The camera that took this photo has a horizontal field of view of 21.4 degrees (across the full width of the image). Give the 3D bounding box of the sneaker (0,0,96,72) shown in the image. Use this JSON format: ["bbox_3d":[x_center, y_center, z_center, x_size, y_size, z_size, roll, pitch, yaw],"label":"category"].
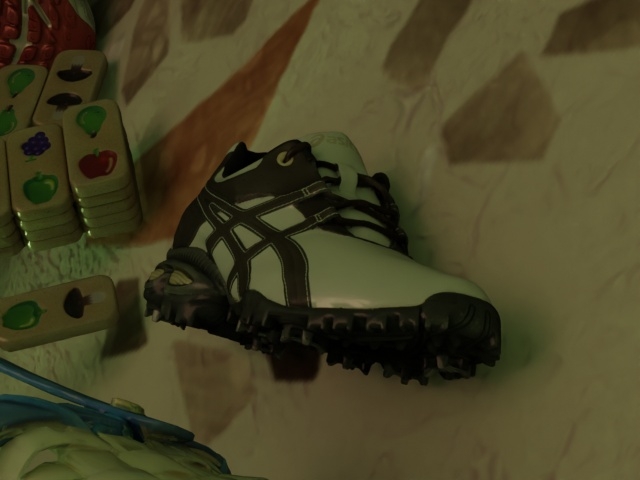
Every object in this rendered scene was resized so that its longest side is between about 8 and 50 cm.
[{"bbox_3d":[-0.194,-0.166,0.991,0.225,0.092,0.088,41,116,36],"label":"sneaker"}]

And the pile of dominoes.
[{"bbox_3d":[-0.217,-0.018,0.835,0.251,0.040,0.196,-13,48,-2],"label":"pile of dominoes"}]

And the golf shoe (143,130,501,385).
[{"bbox_3d":[0.000,0.000,0.644,0.198,0.077,0.094,9,78,53],"label":"golf shoe"}]

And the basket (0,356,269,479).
[{"bbox_3d":[-0.109,0.169,0.555,0.289,0.201,0.255,17,83,24],"label":"basket"}]
